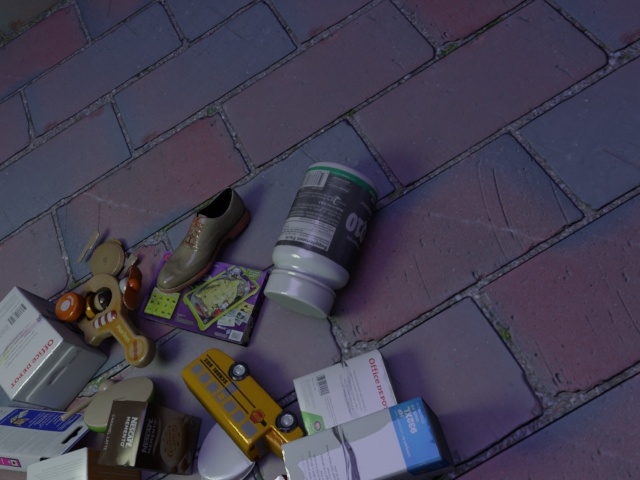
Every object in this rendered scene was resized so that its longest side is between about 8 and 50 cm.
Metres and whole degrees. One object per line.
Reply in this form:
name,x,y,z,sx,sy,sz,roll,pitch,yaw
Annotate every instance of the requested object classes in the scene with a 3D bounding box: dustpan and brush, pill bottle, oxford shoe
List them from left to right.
oxford shoe,-0.340,-0.010,1.601,0.123,0.130,0.348,20,59,28
dustpan and brush,-0.263,0.558,1.394,0.211,0.060,0.147,-44,58,-12
pill bottle,0.000,0.000,1.473,0.204,0.204,0.361,13,71,25

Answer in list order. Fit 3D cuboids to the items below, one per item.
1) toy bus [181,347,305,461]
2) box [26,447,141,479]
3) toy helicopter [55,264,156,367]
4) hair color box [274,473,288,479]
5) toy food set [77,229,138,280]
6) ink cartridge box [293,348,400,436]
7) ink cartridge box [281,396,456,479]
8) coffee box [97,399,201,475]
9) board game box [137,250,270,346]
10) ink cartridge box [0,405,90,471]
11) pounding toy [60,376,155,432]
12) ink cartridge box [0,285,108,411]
toy bus,-0.180,0.401,1.379,0.130,0.108,0.332,-36,56,-25
box,-0.537,0.682,1.333,0.168,0.215,0.345,-19,61,10
toy helicopter,-0.547,0.209,1.591,0.355,0.140,0.235,37,84,34
hair color box,-0.116,0.622,1.305,0.167,0.053,0.093,-42,60,-5
toy food set,-0.647,0.061,1.779,0.192,0.038,0.132,29,85,23
ink cartridge box,0.067,0.367,1.337,0.219,0.092,0.160,-21,61,9
ink cartridge box,0.104,0.453,1.207,0.307,0.223,0.129,-22,60,9
coffee box,-0.392,0.469,1.365,0.098,0.246,0.141,-3,65,19
board game box,-0.323,0.155,1.608,0.346,0.056,0.208,11,74,24
ink cartridge box,-0.765,0.520,1.523,0.371,0.176,0.069,-4,109,20
pounding toy,-0.514,0.450,1.492,0.237,0.110,0.183,-4,26,33
ink cartridge box,-0.783,0.303,1.613,0.270,0.197,0.198,34,80,30
